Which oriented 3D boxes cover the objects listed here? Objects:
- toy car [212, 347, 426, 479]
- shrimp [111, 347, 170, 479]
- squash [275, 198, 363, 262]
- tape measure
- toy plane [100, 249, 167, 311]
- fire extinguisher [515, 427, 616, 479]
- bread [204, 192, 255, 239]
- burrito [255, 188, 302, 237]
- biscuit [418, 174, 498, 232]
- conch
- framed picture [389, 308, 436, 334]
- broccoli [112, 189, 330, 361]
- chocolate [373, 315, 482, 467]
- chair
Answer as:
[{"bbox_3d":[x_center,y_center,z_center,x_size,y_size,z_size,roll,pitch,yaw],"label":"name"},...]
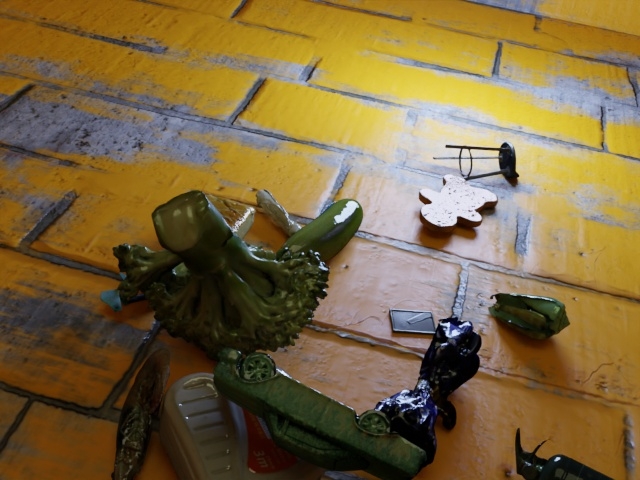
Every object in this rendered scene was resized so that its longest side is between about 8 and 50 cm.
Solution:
[{"bbox_3d":[-0.009,0.258,1.188,0.320,0.141,0.097,25,69,9],"label":"toy car"},{"bbox_3d":[-0.278,0.273,1.306,0.052,0.143,0.251,21,42,-23],"label":"shrimp"},{"bbox_3d":[0.000,0.000,1.765,0.094,0.094,0.341,25,35,21],"label":"squash"},{"bbox_3d":[-0.115,0.320,1.279,0.265,0.130,0.258,-7,41,-30],"label":"tape measure"},{"bbox_3d":[-0.319,0.078,1.623,0.235,0.060,0.096,-16,56,-36],"label":"toy plane"},{"bbox_3d":[0.433,0.404,1.297,0.311,0.114,0.095,22,1,20],"label":"fire extinguisher"},{"bbox_3d":[-0.230,-0.022,1.761,0.125,0.068,0.188,17,37,12],"label":"bread"},{"bbox_3d":[-0.087,-0.054,1.854,0.041,0.045,0.185,-32,52,-15],"label":"burrito"},{"bbox_3d":[0.310,-0.078,1.981,0.165,0.036,0.250,27,37,19],"label":"biscuit"},{"bbox_3d":[0.408,0.150,1.670,0.170,0.079,0.105,12,27,31],"label":"conch"},{"bbox_3d":[0.182,0.160,1.656,0.089,0.007,0.066,4,36,-7],"label":"framed picture"},{"bbox_3d":[-0.145,0.054,1.431,0.353,0.397,0.275,-2,64,-26],"label":"broccoli"},{"bbox_3d":[0.194,0.255,1.451,0.148,0.126,0.343,54,40,-6],"label":"chocolate"},{"bbox_3d":[0.406,-0.205,2.124,0.221,0.095,0.104,-1,49,-15],"label":"chair"}]
